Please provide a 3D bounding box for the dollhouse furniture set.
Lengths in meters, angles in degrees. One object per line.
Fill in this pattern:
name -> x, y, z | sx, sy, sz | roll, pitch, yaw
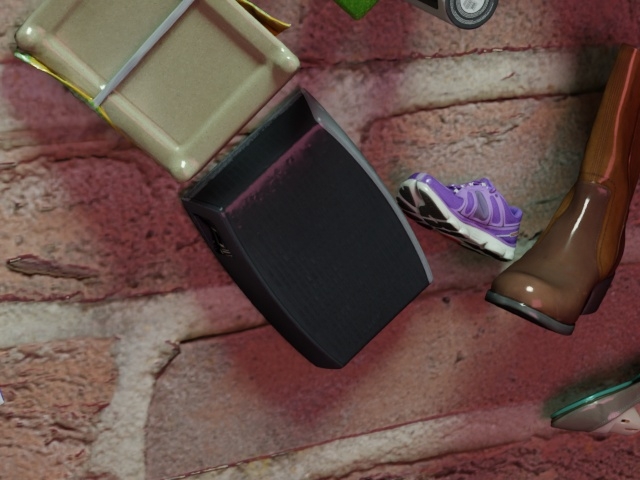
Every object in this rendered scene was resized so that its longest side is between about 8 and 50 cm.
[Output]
dollhouse furniture set -> -0.083, -0.223, 1.312 | 0.197, 0.151, 0.301 | 41, 105, -17

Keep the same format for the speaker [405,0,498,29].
speaker -> 0.101, -0.228, 1.377 | 0.055, 0.136, 0.055 | -11, 116, -23

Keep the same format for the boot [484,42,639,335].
boot -> 0.273, -0.054, 1.538 | 0.264, 0.096, 0.280 | -5, 117, -58

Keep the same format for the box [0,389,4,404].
box -> -0.349, 0.097, 1.286 | 0.137, 0.072, 0.126 | -24, 122, -20

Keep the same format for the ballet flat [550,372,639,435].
ballet flat -> 0.357, 0.181, 1.756 | 0.213, 0.072, 0.068 | -24, 80, -23

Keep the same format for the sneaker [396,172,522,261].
sneaker -> 0.139, -0.036, 1.547 | 0.170, 0.068, 0.071 | 26, 82, -46

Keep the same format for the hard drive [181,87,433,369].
hard drive -> 0.000, 0.000, 1.470 | 0.172, 0.054, 0.254 | -43, 127, -8
